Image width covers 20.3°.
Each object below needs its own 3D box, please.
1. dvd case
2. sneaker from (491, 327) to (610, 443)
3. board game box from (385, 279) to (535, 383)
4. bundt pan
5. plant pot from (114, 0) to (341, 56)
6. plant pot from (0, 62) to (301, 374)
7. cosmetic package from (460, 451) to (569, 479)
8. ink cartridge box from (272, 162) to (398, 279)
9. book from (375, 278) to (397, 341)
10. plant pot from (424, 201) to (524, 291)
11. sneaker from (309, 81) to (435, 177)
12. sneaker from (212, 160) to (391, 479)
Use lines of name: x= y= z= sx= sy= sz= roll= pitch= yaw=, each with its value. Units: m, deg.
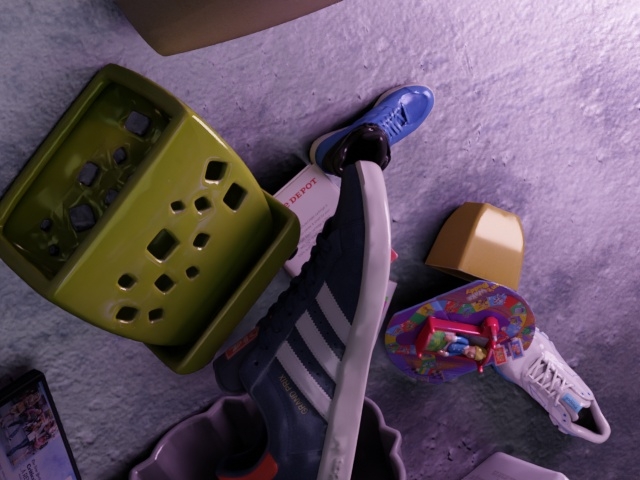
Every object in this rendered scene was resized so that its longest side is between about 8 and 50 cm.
dvd case: x=-0.359 y=0.267 z=1.820 sx=0.253 sy=0.022 sz=0.180 roll=-34 pitch=123 yaw=-32
sneaker: x=0.271 y=0.165 z=2.053 sx=0.191 sy=0.083 sz=0.071 roll=42 pitch=89 yaw=-24
board game box: x=0.156 y=0.113 z=1.976 sx=0.169 sy=0.033 sz=0.133 roll=-23 pitch=132 yaw=14
bundt pan: x=-0.050 y=0.306 z=1.859 sx=0.331 sy=0.331 sz=0.124 roll=-32 pitch=129 yaw=-9
plant pot: x=-0.073 y=-0.303 z=1.726 sx=0.274 sy=0.256 sz=0.256 roll=-34 pitch=114 yaw=8
plant pot: x=-0.165 y=-0.012 z=1.770 sx=0.207 sy=0.228 sz=0.227 roll=38 pitch=88 yaw=-31
cosmetic package: x=0.174 y=0.480 z=1.921 sx=0.394 sy=0.329 sz=0.327 roll=-39 pitch=92 yaw=-5
ink cartridge box: x=0.000 y=0.000 z=1.895 sx=0.099 sy=0.056 sz=0.135 roll=-41 pitch=89 yaw=-5
book: x=0.018 y=0.100 z=1.969 sx=0.096 sy=0.035 sz=0.144 roll=17 pitch=99 yaw=-27
plant pot: x=0.177 y=0.003 z=1.977 sx=0.082 sy=0.081 sz=0.083 roll=19 pitch=85 yaw=-24
sneaker: x=0.067 y=-0.113 z=1.898 sx=0.152 sy=0.084 sz=0.058 roll=-29 pitch=112 yaw=-11
sneaker: x=-0.023 y=0.089 z=1.723 sx=0.148 sy=0.131 sz=0.350 roll=10 pitch=95 yaw=-3
